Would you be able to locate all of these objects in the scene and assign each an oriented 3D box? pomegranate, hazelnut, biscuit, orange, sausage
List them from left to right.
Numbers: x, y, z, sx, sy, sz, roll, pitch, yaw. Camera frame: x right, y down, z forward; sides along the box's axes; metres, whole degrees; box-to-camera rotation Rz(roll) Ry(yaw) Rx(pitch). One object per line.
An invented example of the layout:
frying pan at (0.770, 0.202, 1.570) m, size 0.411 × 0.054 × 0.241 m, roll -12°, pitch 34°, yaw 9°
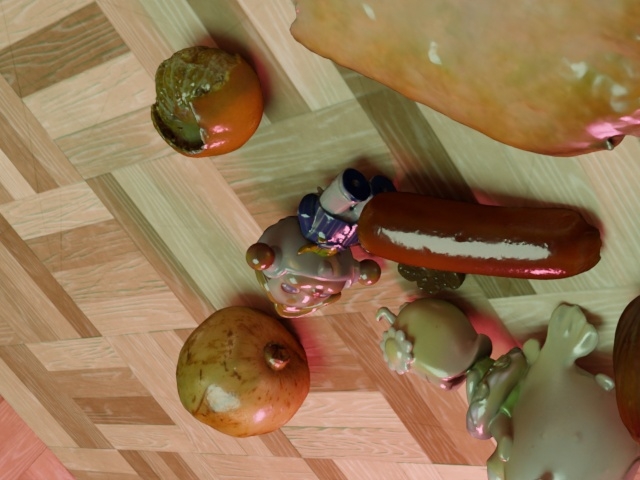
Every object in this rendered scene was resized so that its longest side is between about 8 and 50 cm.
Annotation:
orange at (-0.150, -0.177, 1.492) m, size 0.156 × 0.134 × 0.156 m, roll 14°, pitch 142°, yaw 12°
pomegranate at (-0.119, 0.206, 1.851) m, size 0.215 × 0.215 × 0.215 m, roll 25°, pitch 143°, yaw 20°
biscuit at (0.153, 0.006, 1.503) m, size 0.124 × 0.026 × 0.175 m, roll 35°, pitch 144°, yaw 4°
sausage at (0.184, -0.001, 1.384) m, size 0.300 × 0.083 × 0.089 m, roll 7°, pitch 119°, yaw 23°
biscuit at (0.167, -0.271, 1.109) m, size 0.446 × 0.104 × 0.429 m, roll 30°, pitch 145°, yaw 19°
hazelnut at (0.410, 0.153, 1.294) m, size 0.210 × 0.186 × 0.210 m, roll 32°, pitch 163°, yaw 11°

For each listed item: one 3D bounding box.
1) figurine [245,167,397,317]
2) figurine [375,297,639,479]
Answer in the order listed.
figurine at (-0.008, -0.003, 1.558) m, size 0.193 × 0.133 × 0.274 m, roll -5°, pitch 147°, yaw -10°
figurine at (0.249, 0.180, 1.521) m, size 0.394 × 0.226 × 0.274 m, roll 35°, pitch 116°, yaw 26°
